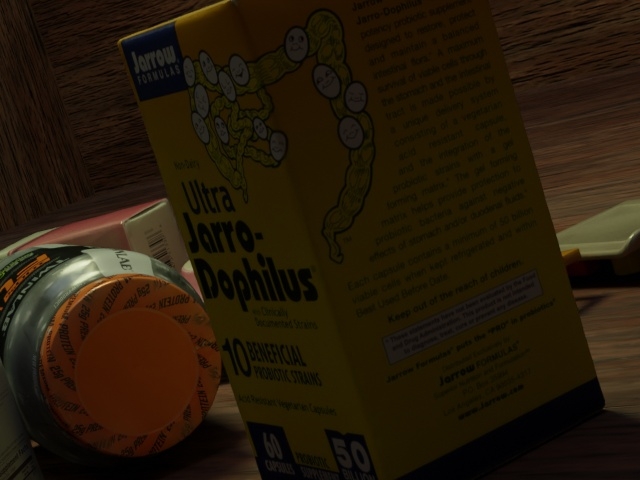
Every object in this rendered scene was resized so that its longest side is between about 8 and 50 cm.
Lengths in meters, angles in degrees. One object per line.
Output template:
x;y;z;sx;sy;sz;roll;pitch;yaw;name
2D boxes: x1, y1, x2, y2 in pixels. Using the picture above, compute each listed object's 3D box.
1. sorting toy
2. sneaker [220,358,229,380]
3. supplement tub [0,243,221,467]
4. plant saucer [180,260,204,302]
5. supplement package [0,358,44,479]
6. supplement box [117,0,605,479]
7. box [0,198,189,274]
0.303;-0.001;1.523;0.347;0.047;0.196;-23;5;-32;sorting toy
-0.030;0.084;1.578;0.192;0.064;0.086;-19;13;15;sneaker
-0.213;0.101;1.415;0.193;0.194;0.316;-21;9;-22;supplement tub
-0.039;0.031;1.881;0.332;0.084;0.332;-18;8;3;plant saucer
-0.360;0.209;1.189;0.204;0.145;0.262;-16;8;11;supplement package
0.027;-0.013;1.103;0.195;0.357;0.194;-22;9;-29;supplement box
-0.304;0.050;2.079;0.232;0.149;0.127;-14;10;27;box
